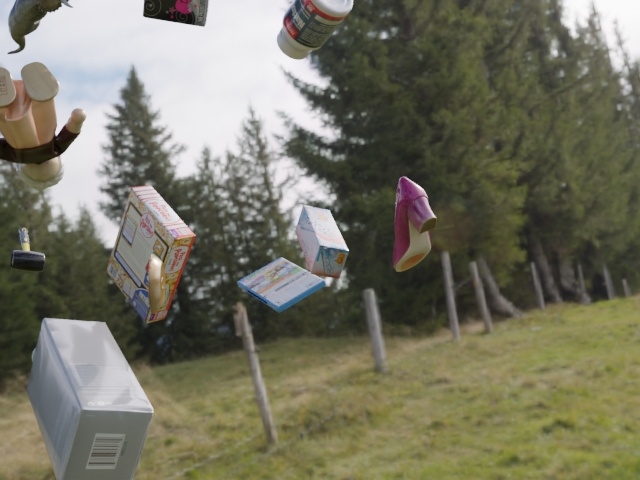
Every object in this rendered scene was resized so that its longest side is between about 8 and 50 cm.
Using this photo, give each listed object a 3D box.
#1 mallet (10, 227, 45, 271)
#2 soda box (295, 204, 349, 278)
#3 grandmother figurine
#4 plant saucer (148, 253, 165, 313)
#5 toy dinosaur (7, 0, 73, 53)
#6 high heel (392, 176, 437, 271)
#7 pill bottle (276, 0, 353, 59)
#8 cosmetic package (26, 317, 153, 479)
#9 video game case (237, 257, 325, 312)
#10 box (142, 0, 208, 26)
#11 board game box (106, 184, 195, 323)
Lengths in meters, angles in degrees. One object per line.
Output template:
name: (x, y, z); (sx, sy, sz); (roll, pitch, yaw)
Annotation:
mallet: (-0.584, 0.015, 1.625); (0.062, 0.039, 0.190); (11, 17, -19)
soda box: (0.000, 0.000, 1.519); (0.058, 0.063, 0.183); (11, 23, -18)
grandmother figurine: (-0.527, -0.189, 1.459); (0.207, 0.104, 0.342); (-3, -21, -10)
plant saucer: (-0.225, 0.059, 1.113); (0.015, 0.084, 0.083); (-1, -6, -4)
toy dinosaur: (-0.722, -0.578, 2.014); (0.313, 0.121, 0.160); (-30, 23, 22)
high heel: (0.181, -0.028, 1.731); (0.082, 0.117, 0.244); (-21, -26, -14)
pill bottle: (-0.019, -0.468, 1.708); (0.107, 0.108, 0.180); (-6, -22, -34)
cosmetic package: (-0.321, 0.215, 1.097); (0.107, 0.127, 0.238); (9, 21, -31)
video game case: (-0.083, 0.089, 1.673); (0.119, 0.015, 0.166); (-30, 31, -25)
box: (-0.304, -0.612, 1.756); (0.142, 0.247, 0.163); (6, 25, -8)
board game box: (-0.302, 0.025, 1.413); (0.045, 0.147, 0.194); (-12, -42, -45)
